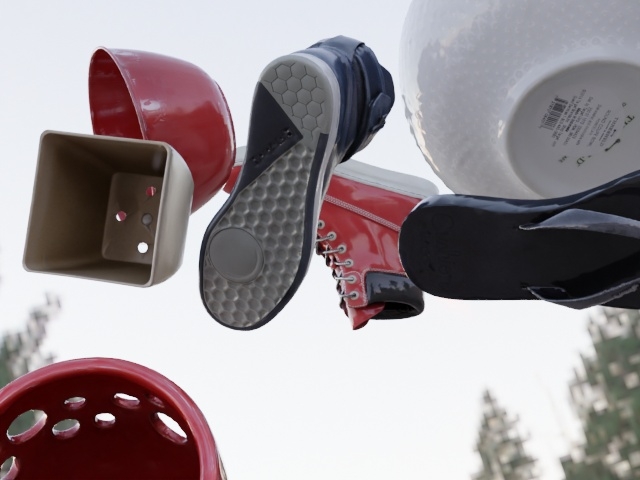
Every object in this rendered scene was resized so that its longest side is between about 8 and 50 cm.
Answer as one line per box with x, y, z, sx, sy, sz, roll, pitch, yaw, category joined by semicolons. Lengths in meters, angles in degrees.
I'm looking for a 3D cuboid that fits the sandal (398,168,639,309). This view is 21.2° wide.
0.172;0.010;1.143;0.254;0.097;0.054;-7;19;25;sandal

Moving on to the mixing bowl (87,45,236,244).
-0.136;-0.095;1.542;0.098;0.181;0.181;-14;-16;-19;mixing bowl

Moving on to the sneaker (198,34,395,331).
-0.014;-0.049;1.305;0.226;0.086;0.163;-70;-10;23;sneaker

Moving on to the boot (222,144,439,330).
0.000;0.000;1.813;0.244;0.176;0.088;13;-25;-6;boot

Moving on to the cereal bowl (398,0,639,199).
0.237;-0.130;1.507;0.339;0.141;0.339;1;-50;1;cereal bowl

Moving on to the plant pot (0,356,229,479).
-0.148;0.201;1.198;0.191;0.191;0.174;-17;-32;0;plant pot

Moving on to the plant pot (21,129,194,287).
-0.153;-0.021;1.318;0.109;0.109;0.096;7;-2;19;plant pot
